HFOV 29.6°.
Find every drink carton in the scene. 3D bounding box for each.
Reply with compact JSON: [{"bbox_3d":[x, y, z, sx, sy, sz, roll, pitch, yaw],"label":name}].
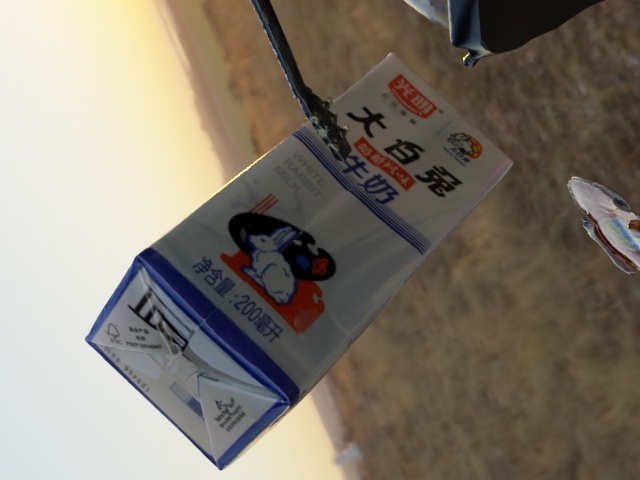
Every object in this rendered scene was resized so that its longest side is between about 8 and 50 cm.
[{"bbox_3d":[0.000,0.000,0.824,0.130,0.315,0.106,44,137,4],"label":"drink carton"}]

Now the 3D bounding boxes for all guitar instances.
[{"bbox_3d":[-0.033,-0.142,0.596,0.233,0.025,0.088,64,-150,-21],"label":"guitar"}]

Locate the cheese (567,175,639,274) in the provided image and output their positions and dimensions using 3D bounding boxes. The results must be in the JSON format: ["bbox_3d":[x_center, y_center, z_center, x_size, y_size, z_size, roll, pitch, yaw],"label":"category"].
[{"bbox_3d":[0.206,0.023,0.551,0.106,0.037,0.256,47,168,-33],"label":"cheese"}]

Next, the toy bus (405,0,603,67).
[{"bbox_3d":[0.186,-0.272,0.706,0.162,0.386,0.171,45,154,36],"label":"toy bus"}]
